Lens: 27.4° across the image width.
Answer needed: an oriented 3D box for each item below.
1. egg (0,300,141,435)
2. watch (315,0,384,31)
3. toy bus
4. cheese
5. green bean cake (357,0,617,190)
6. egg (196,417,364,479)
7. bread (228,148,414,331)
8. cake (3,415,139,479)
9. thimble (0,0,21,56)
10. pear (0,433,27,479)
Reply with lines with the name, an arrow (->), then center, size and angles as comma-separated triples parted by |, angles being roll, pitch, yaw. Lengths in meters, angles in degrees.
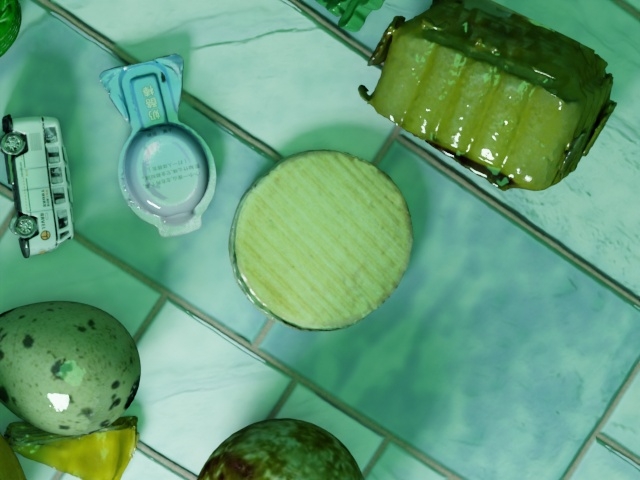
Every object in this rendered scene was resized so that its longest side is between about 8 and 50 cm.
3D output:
egg -> -0.351, 0.165, 1.750 | 0.228, 0.177, 0.177 | 16, 92, 6
watch -> 0.012, -0.381, 1.766 | 0.152, 0.165, 0.131 | 30, 106, -28
toy bus -> -0.381, -0.076, 1.770 | 0.089, 0.087, 0.193 | -8, 95, -19
cheese -> -0.219, -0.127, 1.809 | 0.135, 0.052, 0.244 | -15, 96, -11
green bean cake -> 0.245, -0.227, 1.796 | 0.310, 0.285, 0.202 | 29, 114, 12
egg -> -0.066, 0.381, 1.784 | 0.238, 0.238, 0.289 | 29, 100, -11
bread -> 0.000, 0.000, 1.861 | 0.267, 0.040, 0.267 | -1, 94, -9
cake -> -0.328, 0.268, 1.797 | 0.185, 0.080, 0.116 | 35, 86, -21
thimble -> -0.460, -0.291, 1.730 | 0.118, 0.090, 0.130 | 22, 83, -6
pear -> -0.517, 0.362, 1.671 | 0.314, 0.314, 0.314 | -1, 95, -10
